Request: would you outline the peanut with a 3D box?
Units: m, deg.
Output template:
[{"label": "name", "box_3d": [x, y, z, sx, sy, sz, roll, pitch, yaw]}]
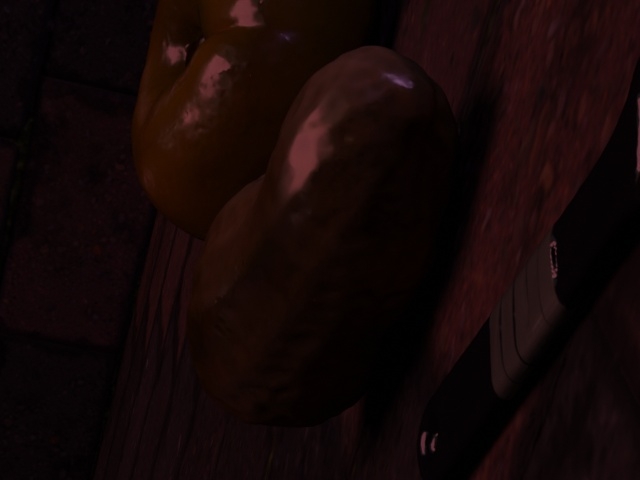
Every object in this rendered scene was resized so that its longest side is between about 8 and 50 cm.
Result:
[{"label": "peanut", "box_3d": [0.000, 0.000, 0.851, 0.120, 0.110, 0.236, -76, 6, -49]}]

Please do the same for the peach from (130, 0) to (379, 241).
[{"label": "peach", "box_3d": [-0.041, -0.117, 1.166, 0.251, 0.153, 0.251, -36, 49, 55]}]

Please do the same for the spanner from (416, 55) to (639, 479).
[{"label": "spanner", "box_3d": [0.084, 0.014, 0.598, 0.316, 0.024, 0.087, 115, 159, -53]}]
